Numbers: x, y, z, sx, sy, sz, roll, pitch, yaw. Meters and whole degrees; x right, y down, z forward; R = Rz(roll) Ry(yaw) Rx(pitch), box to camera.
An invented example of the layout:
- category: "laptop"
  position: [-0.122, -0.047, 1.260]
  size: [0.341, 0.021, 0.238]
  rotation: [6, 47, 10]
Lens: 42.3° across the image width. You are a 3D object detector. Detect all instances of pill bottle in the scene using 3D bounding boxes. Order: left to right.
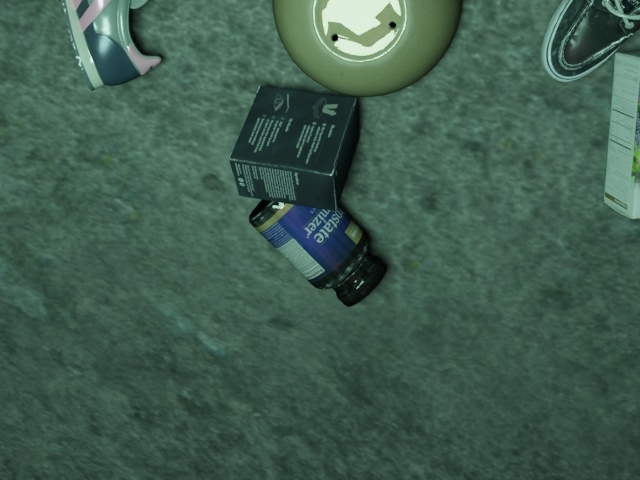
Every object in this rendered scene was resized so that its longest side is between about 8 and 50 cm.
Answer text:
- category: "pill bottle"
  position: [0.000, 0.000, 1.335]
  size: [0.123, 0.123, 0.219]
  rotation: [-41, 102, 19]

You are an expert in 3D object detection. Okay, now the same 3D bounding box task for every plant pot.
- category: "plant pot"
  position: [0.061, -0.327, 1.162]
  size: [0.284, 0.191, 0.284]
  rotation: [2, 112, 5]

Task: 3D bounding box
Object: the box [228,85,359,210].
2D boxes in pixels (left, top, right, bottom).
- category: "box"
  position: [-0.035, -0.140, 1.243]
  size: [0.158, 0.156, 0.093]
  rotation: [10, 146, 12]

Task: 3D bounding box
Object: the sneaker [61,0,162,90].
- category: "sneaker"
  position: [-0.329, -0.394, 1.238]
  size: [0.131, 0.112, 0.319]
  rotation: [-13, 113, -7]

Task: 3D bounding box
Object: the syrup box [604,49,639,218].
- category: "syrup box"
  position: [0.490, -0.158, 1.222]
  size: [0.093, 0.096, 0.237]
  rotation: [-6, 111, -9]

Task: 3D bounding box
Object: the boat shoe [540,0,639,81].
- category: "boat shoe"
  position: [0.432, -0.344, 1.160]
  size: [0.108, 0.102, 0.301]
  rotation: [40, 110, -10]
